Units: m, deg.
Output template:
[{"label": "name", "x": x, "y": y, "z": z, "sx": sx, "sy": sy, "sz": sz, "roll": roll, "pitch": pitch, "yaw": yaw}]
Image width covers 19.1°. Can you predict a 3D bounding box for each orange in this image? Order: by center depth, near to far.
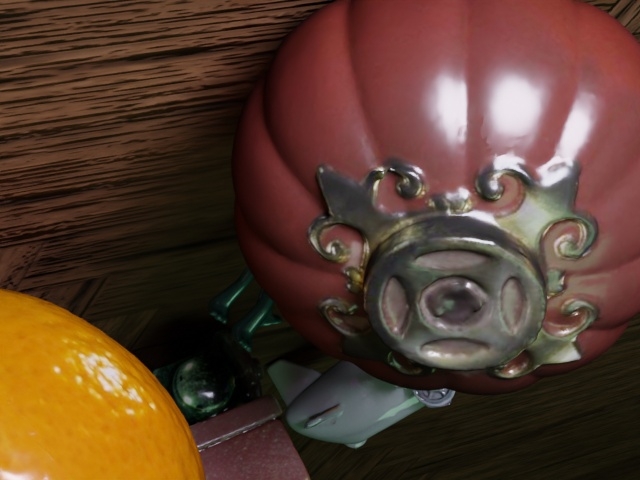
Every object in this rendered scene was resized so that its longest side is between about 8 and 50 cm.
[{"label": "orange", "x": -0.286, "y": 0.202, "z": 1.320, "sx": 0.424, "sy": 0.326, "sz": 0.424, "roll": -31, "pitch": 176, "yaw": -3}]

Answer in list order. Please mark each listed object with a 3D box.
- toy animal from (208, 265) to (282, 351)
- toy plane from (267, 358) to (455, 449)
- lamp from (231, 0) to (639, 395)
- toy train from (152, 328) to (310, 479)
[{"label": "toy animal", "x": 0.000, "y": 0.000, "z": 1.494, "sx": 0.103, "sy": 0.100, "sz": 0.208, "roll": 31, "pitch": 115, "yaw": -21}, {"label": "toy plane", "x": 0.074, "y": 0.119, "z": 1.867, "sx": 0.245, "sy": 0.117, "sz": 0.244, "roll": -29, "pitch": 177, "yaw": -2}, {"label": "lamp", "x": 0.091, "y": -0.037, "z": 1.264, "sx": 0.303, "sy": 0.257, "sz": 0.303, "roll": 3, "pitch": 127, "yaw": 3}, {"label": "toy train", "x": -0.097, "y": 0.221, "z": 1.745, "sx": 0.150, "sy": 0.221, "sz": 0.304, "roll": -22, "pitch": 160, "yaw": -16}]
